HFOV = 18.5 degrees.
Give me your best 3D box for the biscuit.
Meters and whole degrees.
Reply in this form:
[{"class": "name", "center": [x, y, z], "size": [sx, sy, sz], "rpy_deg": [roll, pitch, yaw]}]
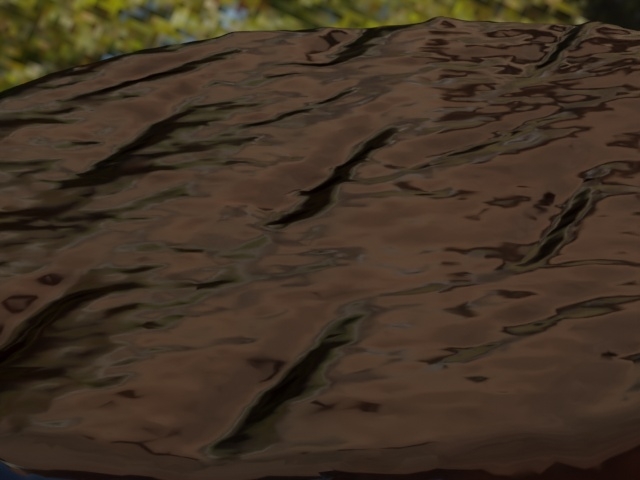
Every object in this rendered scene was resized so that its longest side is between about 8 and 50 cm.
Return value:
[{"class": "biscuit", "center": [0.013, 0.017, 0.638], "size": [0.407, 0.091, 0.407], "rpy_deg": [-5, -159, 2]}]
